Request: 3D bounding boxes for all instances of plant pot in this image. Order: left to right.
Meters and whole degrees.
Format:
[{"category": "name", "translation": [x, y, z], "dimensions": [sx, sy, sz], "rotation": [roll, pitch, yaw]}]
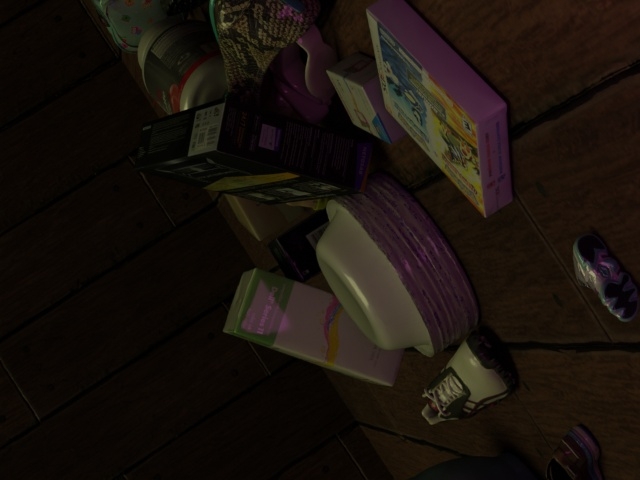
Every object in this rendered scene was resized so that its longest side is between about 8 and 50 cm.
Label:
[{"category": "plant pot", "translation": [0.297, 0.490, 2.203], "dimensions": [0.293, 0.196, 0.293], "rotation": [55, 169, 15]}]

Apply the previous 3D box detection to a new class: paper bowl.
[{"category": "paper bowl", "translation": [0.100, 0.050, 1.919], "dimensions": [0.284, 0.148, 0.284], "rotation": [54, 171, 13]}]

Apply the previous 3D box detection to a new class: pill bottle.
[{"category": "pill bottle", "translation": [-0.216, -0.293, 2.282], "dimensions": [0.318, 0.176, 0.176], "rotation": [44, 164, 53]}]

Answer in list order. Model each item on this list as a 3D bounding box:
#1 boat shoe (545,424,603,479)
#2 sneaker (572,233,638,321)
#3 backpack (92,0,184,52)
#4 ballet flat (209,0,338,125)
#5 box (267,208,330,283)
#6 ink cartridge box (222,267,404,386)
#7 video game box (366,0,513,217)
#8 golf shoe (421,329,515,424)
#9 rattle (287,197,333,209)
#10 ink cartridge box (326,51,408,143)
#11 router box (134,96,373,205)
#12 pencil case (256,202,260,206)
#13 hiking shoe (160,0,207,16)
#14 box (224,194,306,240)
[{"category": "boat shoe", "translation": [0.350, 0.322, 1.786], "dimensions": [0.066, 0.066, 0.183], "rotation": [49, 168, 39]}, {"category": "sneaker", "translation": [0.289, 0.043, 1.300], "dimensions": [0.069, 0.038, 0.098], "rotation": [85, 160, -73]}, {"category": "backpack", "translation": [-0.346, -0.451, 2.446], "dimensions": [0.144, 0.165, 0.188], "rotation": [62, 177, 34]}, {"category": "ballet flat", "translation": [-0.062, -0.242, 1.837], "dimensions": [0.182, 0.164, 0.483], "rotation": [30, 166, 5]}, {"category": "box", "translation": [0.000, 0.000, 2.215], "dimensions": [0.093, 0.156, 0.158], "rotation": [58, 171, 0]}, {"category": "ink cartridge box", "translation": [0.025, 0.160, 2.174], "dimensions": [0.353, 0.119, 0.207], "rotation": [19, 173, -8]}, {"category": "video game box", "translation": [0.133, -0.149, 1.413], "dimensions": [0.205, 0.048, 0.187], "rotation": [51, 171, 31]}, {"category": "golf shoe", "translation": [0.224, 0.227, 1.962], "dimensions": [0.105, 0.120, 0.273], "rotation": [55, 169, 19]}, {"category": "rattle", "translation": [-0.022, -0.153, 2.109], "dimensions": [0.200, 0.130, 0.143], "rotation": [-93, -6, -50]}, {"category": "ink cartridge box", "translation": [0.066, -0.182, 1.615], "dimensions": [0.088, 0.052, 0.122], "rotation": [61, 171, -26]}, {"category": "router box", "translation": [-0.106, -0.125, 1.891], "dimensions": [0.243, 0.081, 0.309], "rotation": [14, 171, -29]}, {"category": "pencil case", "translation": [-0.132, -0.181, 2.441], "dimensions": [0.236, 0.104, 0.104], "rotation": [62, 169, -28]}, {"category": "hiking shoe", "translation": [-0.249, -0.473, 2.209], "dimensions": [0.227, 0.086, 0.114], "rotation": [122, 128, -73]}, {"category": "box", "translation": [-0.162, -0.171, 2.570], "dimensions": [0.311, 0.121, 0.148], "rotation": [62, 170, -27]}]
